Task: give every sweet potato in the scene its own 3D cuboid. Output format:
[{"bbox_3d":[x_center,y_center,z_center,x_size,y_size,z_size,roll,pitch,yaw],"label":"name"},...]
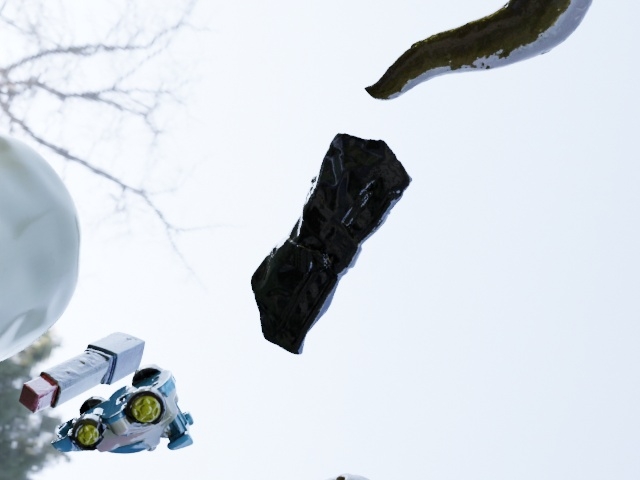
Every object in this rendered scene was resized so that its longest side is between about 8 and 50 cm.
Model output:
[{"bbox_3d":[0.152,-0.172,0.872,0.249,0.059,0.069,-34,-107,6],"label":"sweet potato"}]

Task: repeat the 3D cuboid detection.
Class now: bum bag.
[{"bbox_3d":[0.000,0.000,1.364,0.137,0.074,0.310,48,-66,38],"label":"bum bag"}]

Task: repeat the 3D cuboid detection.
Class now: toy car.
[{"bbox_3d":[-0.236,0.231,1.335,0.161,0.098,0.126,-30,-171,-3],"label":"toy car"}]

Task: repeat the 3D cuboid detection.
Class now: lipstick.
[{"bbox_3d":[-0.318,0.176,1.445,0.051,0.312,0.051,20,-80,11],"label":"lipstick"}]

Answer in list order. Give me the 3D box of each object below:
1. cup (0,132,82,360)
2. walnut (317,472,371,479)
[{"bbox_3d":[-0.302,0.035,0.743,0.255,0.202,0.173,-32,-88,20],"label":"cup"},{"bbox_3d":[0.028,0.356,1.286,0.155,0.155,0.184,-42,-153,21],"label":"walnut"}]
